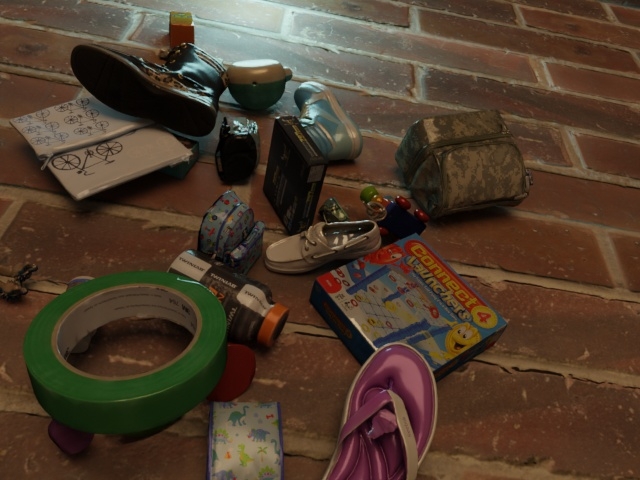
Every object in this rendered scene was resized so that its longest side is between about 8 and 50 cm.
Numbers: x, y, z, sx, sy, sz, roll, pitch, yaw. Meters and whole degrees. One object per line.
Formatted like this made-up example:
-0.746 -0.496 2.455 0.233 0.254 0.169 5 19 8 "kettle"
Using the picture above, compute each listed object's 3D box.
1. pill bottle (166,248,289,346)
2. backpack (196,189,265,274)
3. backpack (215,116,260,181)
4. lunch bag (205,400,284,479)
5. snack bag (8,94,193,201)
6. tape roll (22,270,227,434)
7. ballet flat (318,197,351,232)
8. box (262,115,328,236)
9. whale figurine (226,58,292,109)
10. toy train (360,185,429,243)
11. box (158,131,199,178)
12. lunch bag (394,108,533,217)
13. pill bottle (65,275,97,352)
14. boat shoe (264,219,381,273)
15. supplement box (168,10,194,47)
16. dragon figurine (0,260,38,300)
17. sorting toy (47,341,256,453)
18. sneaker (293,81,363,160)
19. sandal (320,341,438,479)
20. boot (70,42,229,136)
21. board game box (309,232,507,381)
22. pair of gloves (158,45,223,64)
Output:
-0.188 0.123 1.149 0.246 0.130 0.130 25 47 11 "pill bottle"
-0.197 -0.015 1.248 0.117 0.173 0.158 25 46 11 "backpack"
-0.216 -0.253 1.504 0.115 0.151 0.182 6 34 -15 "backpack"
-0.129 0.359 0.966 0.129 0.096 0.151 2 37 -12 "lunch bag"
-0.540 -0.251 1.404 0.323 0.037 0.342 -28 59 -32 "snack bag"
-0.319 0.173 0.960 0.321 0.077 0.321 3 32 -2 "tape roll"
0.059 -0.027 1.405 0.070 0.070 0.188 -20 53 -28 "ballet flat"
-0.067 -0.153 1.366 0.059 0.232 0.183 -12 51 -27 "box"
-0.192 -0.484 1.742 0.216 0.141 0.272 -4 24 -2 "whale figurine"
0.143 -0.087 1.381 0.248 0.105 0.143 28 16 -44 "toy train"
-0.451 -0.248 1.487 0.244 0.060 0.100 19 46 6 "box"
0.392 -0.194 1.541 0.305 0.212 0.256 -9 67 -20 "lunch bag"
-0.468 0.144 1.102 0.078 0.078 0.137 5 47 -8 "pill bottle"
0.000 0.000 1.298 0.277 0.096 0.098 -13 54 -1 "boat shoe"
-0.455 -0.690 1.853 0.078 0.080 0.233 -2 30 -15 "supplement box"
-0.714 0.070 1.109 0.289 0.144 0.085 -8 49 6 "dragon figurine"
-0.306 0.258 1.033 0.366 0.127 0.126 -17 30 -29 "sorting toy"
-0.041 -0.341 1.626 0.208 0.127 0.319 -17 53 -28 "sneaker"
0.096 0.358 0.954 0.169 0.102 0.416 22 63 8 "sandal"
-0.426 -0.438 1.503 0.378 0.138 0.284 21 37 -9 "boot"
0.188 0.156 1.235 0.302 0.086 0.308 -23 56 -30 "board game box"
-0.439 -0.552 1.790 0.204 0.042 0.240 20 45 6 "pair of gloves"
